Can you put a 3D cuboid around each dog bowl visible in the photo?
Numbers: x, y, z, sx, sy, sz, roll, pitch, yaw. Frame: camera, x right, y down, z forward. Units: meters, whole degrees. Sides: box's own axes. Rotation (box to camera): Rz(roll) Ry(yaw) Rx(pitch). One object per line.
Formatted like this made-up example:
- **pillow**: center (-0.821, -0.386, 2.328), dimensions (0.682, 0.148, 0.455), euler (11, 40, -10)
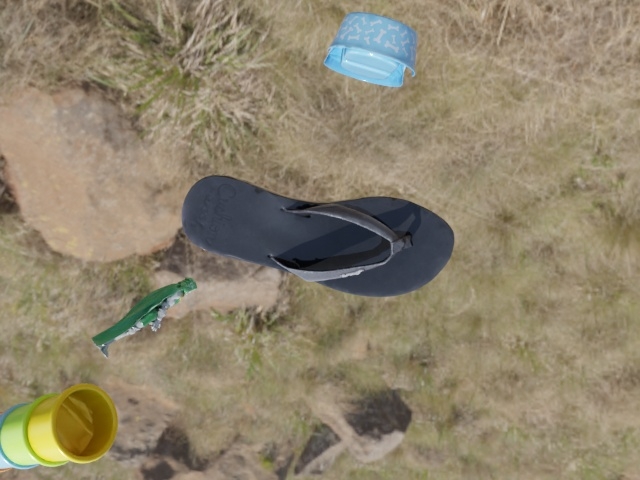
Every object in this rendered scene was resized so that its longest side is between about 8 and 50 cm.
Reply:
- **dog bowl**: center (0.099, -0.364, 1.299), dimensions (0.166, 0.074, 0.297), euler (15, -176, -4)

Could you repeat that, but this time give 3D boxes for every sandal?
- **sandal**: center (-0.001, 0.001, 0.621), dimensions (0.255, 0.097, 0.054), euler (7, -171, -6)

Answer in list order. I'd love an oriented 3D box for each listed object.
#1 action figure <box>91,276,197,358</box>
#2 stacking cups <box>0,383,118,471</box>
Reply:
- **action figure**: center (-0.352, 0.149, 1.382), dimensions (0.063, 0.232, 0.137), euler (57, 162, -13)
- **stacking cups**: center (-0.403, 0.261, 0.903), dimensions (0.316, 0.096, 0.096), euler (-19, 138, 35)
